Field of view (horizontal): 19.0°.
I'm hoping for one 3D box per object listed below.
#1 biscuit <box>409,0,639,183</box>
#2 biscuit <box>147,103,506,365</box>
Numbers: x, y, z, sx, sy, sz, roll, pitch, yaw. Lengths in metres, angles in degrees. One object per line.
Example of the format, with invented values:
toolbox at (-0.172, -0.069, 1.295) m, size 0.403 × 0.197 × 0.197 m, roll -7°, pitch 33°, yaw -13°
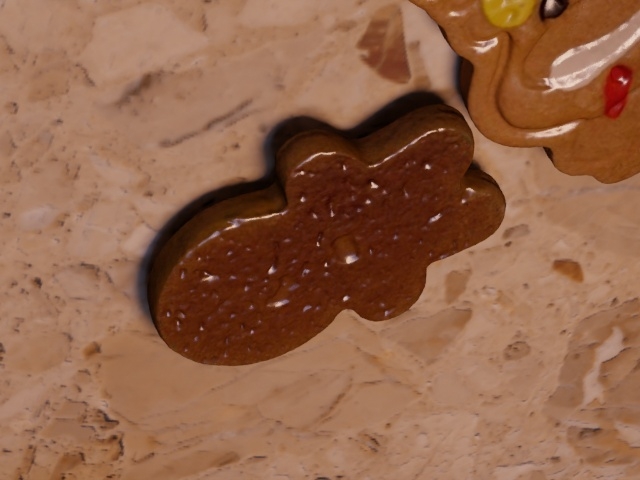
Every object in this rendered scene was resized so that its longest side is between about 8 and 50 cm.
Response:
biscuit at (0.160, -0.138, 1.161) m, size 0.186 × 0.044 × 0.295 m, roll -33°, pitch 136°, yaw 8°
biscuit at (0.000, 0.000, 1.210) m, size 0.236 × 0.039 × 0.180 m, roll -28°, pitch 139°, yaw 0°
